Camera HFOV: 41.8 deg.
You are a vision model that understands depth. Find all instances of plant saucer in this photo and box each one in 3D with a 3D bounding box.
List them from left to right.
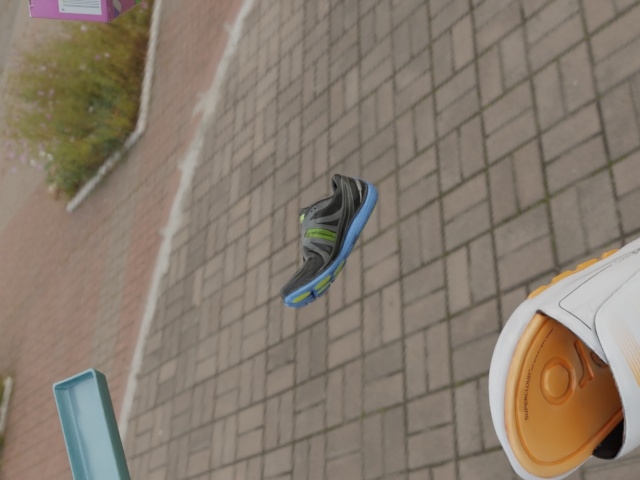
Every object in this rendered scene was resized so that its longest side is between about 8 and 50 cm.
[{"bbox_3d":[-0.186,0.209,0.722,0.067,0.018,0.192,-24,76,37],"label":"plant saucer"}]

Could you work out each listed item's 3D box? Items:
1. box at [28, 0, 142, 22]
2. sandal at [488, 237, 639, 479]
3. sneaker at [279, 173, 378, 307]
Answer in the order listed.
[{"bbox_3d":[-0.318,-0.444,1.187,0.243,0.117,0.214,-74,-13,-62],"label":"box"},{"bbox_3d":[0.209,0.042,0.491,0.265,0.102,0.076,-33,12,-22],"label":"sandal"},{"bbox_3d":[0.000,0.000,0.996,0.188,0.078,0.067,-60,-6,-24],"label":"sneaker"}]
